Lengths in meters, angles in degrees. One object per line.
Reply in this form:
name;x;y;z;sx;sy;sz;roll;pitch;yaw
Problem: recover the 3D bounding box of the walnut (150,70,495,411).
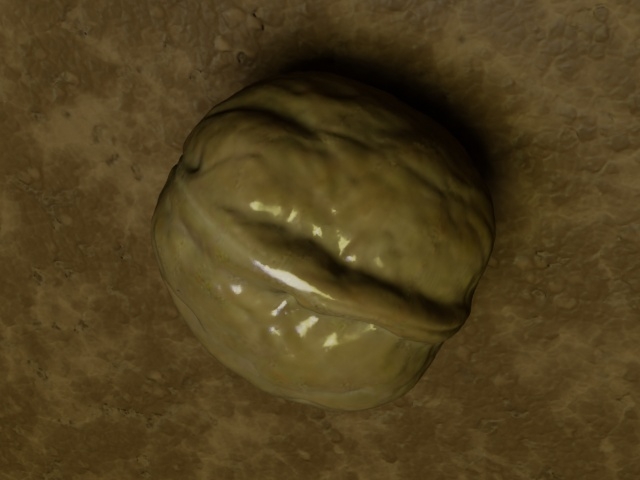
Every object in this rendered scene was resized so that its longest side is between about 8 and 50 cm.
walnut;0.000;0.000;1.571;0.381;0.381;0.381;12;130;15
